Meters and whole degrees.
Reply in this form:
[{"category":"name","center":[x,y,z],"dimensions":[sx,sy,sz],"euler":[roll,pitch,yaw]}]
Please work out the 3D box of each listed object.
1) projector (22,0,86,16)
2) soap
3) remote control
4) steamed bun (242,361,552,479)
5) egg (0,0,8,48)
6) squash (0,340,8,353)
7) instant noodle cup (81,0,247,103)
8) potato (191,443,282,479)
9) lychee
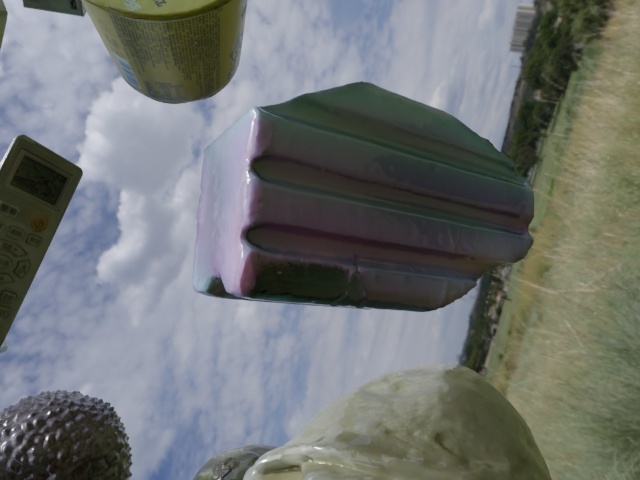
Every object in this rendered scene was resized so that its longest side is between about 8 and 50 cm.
[{"category":"projector","center":[-0.525,-0.521,1.018],"dimensions":[0.061,0.115,0.147],"euler":[110,157,-50]},{"category":"soap","center":[0.058,-0.031,0.479],"dimensions":[0.324,0.109,0.193],"euler":[8,-99,-30]},{"category":"remote control","center":[-0.453,0.011,0.714],"dimensions":[0.109,0.055,0.313],"euler":[39,-116,-51]},{"category":"steamed bun","center":[0.100,0.322,0.475],"dimensions":[0.352,0.247,0.339],"euler":[-22,-76,-28]},{"category":"egg","center":[-0.523,-0.334,0.613],"dimensions":[0.271,0.206,0.162],"euler":[66,-154,-54]},{"category":"squash","center":[-0.488,0.158,0.759],"dimensions":[0.027,0.027,0.089],"euler":[-67,14,-20]},{"category":"instant noodle cup","center":[-0.272,-0.424,0.920],"dimensions":[0.254,0.325,0.325],"euler":[105,-170,-65]},{"category":"potato","center":[-0.109,0.514,0.957],"dimensions":[0.326,0.221,0.243],"euler":[27,-63,-33]},{"category":"lychee","center":[-0.480,0.411,0.916],"dimensions":[0.300,0.300,0.300],"euler":[16,-90,-70]}]
